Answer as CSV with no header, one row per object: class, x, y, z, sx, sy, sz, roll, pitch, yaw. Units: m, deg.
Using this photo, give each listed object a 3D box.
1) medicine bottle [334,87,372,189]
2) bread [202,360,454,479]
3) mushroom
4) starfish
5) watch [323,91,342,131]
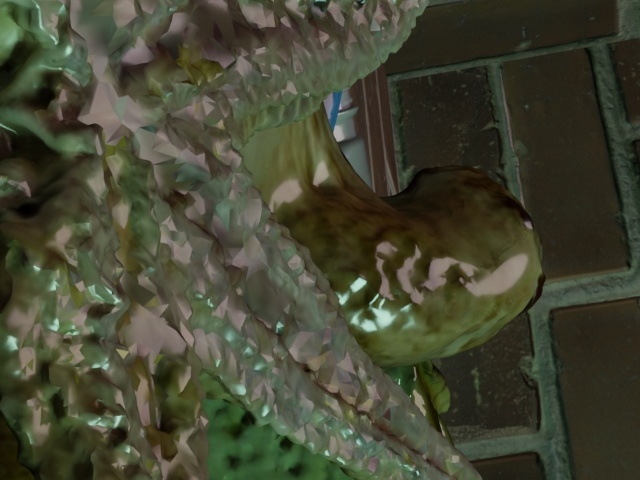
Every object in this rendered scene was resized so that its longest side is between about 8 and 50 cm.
medicine bottle,0.000,0.000,1.400,0.179,0.124,0.324,-58,137,-79
bread,-0.016,0.115,0.889,0.252,0.196,0.238,62,21,-75
mushroom,-0.059,-0.020,0.595,0.267,0.254,0.267,-17,90,-74
starfish,-0.012,-0.036,0.416,0.384,0.132,0.398,3,69,-60
watch,-0.059,-0.154,0.898,0.305,0.241,0.274,14,83,-78
